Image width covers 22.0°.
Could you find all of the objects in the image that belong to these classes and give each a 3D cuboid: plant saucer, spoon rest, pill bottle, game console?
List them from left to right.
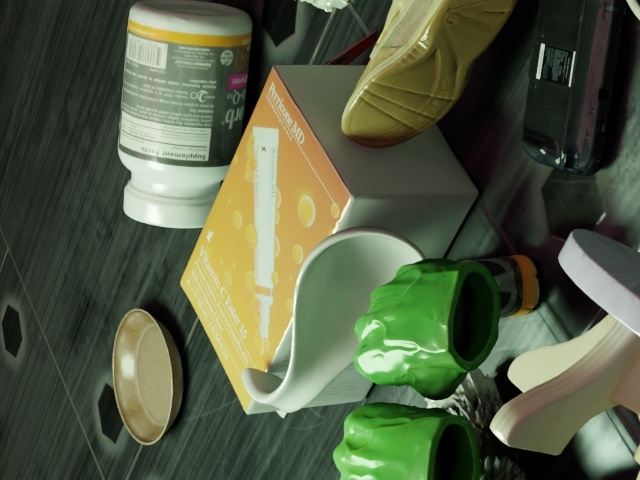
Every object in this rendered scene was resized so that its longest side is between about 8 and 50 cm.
[{"bbox_3d":[-0.247,0.197,2.393,0.198,0.036,0.199,8,99,57],"label":"plant saucer"},{"bbox_3d":[-0.180,-0.167,2.140,0.162,0.162,0.278,30,118,53],"label":"pill bottle"},{"bbox_3d":[0.009,0.090,1.712,0.276,0.137,0.084,-53,27,35],"label":"spoon rest"},{"bbox_3d":[0.244,-0.247,1.568,0.213,0.044,0.361,28,116,56],"label":"game console"}]

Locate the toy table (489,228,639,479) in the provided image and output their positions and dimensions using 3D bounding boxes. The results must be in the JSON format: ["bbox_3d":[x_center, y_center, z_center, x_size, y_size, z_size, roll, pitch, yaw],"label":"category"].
[{"bbox_3d":[0.273,0.121,1.386,0.161,0.252,0.274,-63,28,15],"label":"toy table"}]

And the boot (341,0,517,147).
[{"bbox_3d":[0.100,-0.241,1.693,0.262,0.095,0.203,-55,29,37],"label":"boot"}]

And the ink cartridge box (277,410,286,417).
[{"bbox_3d":[-0.060,0.114,2.102,0.179,0.045,0.145,50,135,19],"label":"ink cartridge box"}]

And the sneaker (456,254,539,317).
[{"bbox_3d":[0.137,0.059,1.725,0.215,0.083,0.084,-29,69,56],"label":"sneaker"}]

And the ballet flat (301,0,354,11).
[{"bbox_3d":[0.011,-0.451,1.811,0.147,0.147,0.409,39,125,50],"label":"ballet flat"}]

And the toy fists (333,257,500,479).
[{"bbox_3d":[0.092,0.151,1.588,0.142,0.096,0.279,-6,69,45],"label":"toy fists"}]

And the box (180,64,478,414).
[{"bbox_3d":[0.000,0.000,1.858,0.215,0.168,0.345,60,138,36],"label":"box"}]

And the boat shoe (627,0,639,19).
[{"bbox_3d":[0.353,-0.172,1.348,0.254,0.095,0.079,48,133,43],"label":"boat shoe"}]

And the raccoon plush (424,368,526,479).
[{"bbox_3d":[0.222,0.262,1.512,0.299,0.216,0.446,-43,57,42],"label":"raccoon plush"}]

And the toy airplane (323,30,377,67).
[{"bbox_3d":[0.006,-0.182,1.889,0.028,0.151,0.151,54,142,3],"label":"toy airplane"}]
